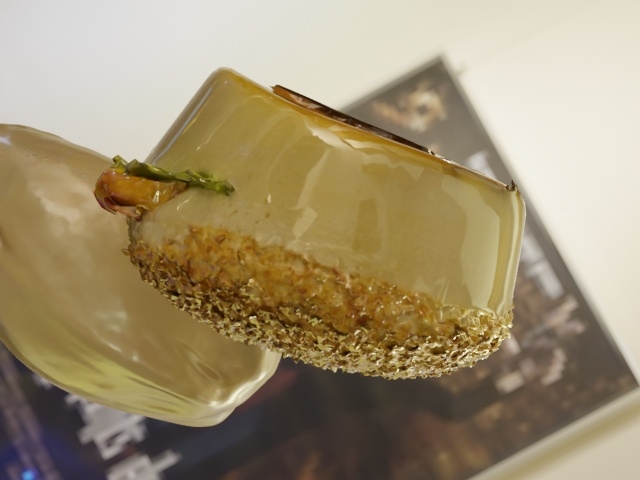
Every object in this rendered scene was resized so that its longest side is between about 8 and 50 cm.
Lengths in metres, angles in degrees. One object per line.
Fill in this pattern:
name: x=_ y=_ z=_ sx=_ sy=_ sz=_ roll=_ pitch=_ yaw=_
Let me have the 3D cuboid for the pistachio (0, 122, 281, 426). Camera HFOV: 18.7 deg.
pistachio: x=-0.169 y=0.025 z=1.601 sx=0.332 sy=0.208 sz=0.226 roll=31 pitch=34 yaw=-22

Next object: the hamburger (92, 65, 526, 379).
hamburger: x=0.000 y=0.000 z=1.355 sx=0.294 sy=0.179 sz=0.276 roll=23 pitch=2 yaw=17
